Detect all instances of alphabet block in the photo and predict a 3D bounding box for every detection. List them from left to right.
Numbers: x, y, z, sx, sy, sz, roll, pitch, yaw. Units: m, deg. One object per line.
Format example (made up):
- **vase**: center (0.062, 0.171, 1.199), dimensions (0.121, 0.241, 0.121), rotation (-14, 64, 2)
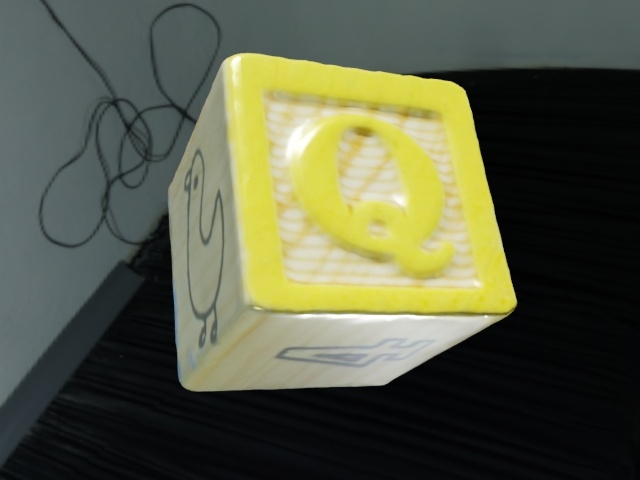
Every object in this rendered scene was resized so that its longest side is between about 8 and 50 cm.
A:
- **alphabet block**: center (0.000, 0.000, 0.580), dimensions (0.194, 0.197, 0.192), rotation (1, 65, -23)
